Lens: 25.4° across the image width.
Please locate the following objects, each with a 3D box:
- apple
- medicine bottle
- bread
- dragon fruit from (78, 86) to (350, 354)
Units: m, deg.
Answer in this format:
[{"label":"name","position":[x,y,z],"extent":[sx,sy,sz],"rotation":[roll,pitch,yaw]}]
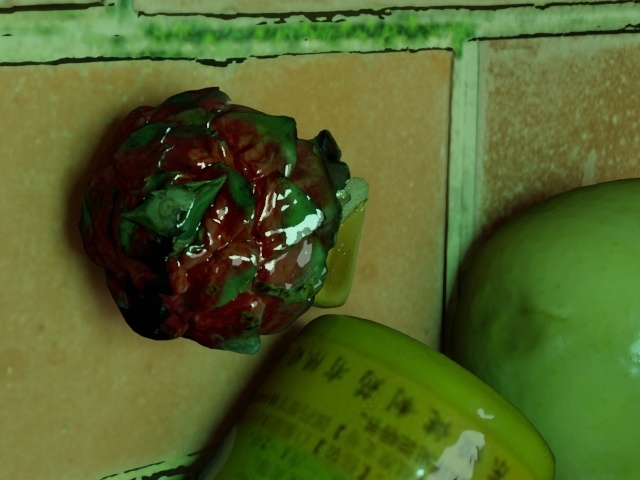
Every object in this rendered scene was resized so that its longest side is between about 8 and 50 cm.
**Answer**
[{"label":"apple","position":[0.250,0.089,1.178],"extent":[0.292,0.254,0.292],"rotation":[-11,106,-41]},{"label":"medicine bottle","position":[-0.016,0.262,1.013],"extent":[0.224,0.224,0.384],"rotation":[46,71,-37]},{"label":"bread","position":[0.000,-0.001,1.080],"extent":[0.062,0.049,0.103],"rotation":[8,94,-49]},{"label":"dragon fruit","position":[-0.067,-0.013,0.948],"extent":[0.188,0.182,0.182],"rotation":[18,88,-32]}]
